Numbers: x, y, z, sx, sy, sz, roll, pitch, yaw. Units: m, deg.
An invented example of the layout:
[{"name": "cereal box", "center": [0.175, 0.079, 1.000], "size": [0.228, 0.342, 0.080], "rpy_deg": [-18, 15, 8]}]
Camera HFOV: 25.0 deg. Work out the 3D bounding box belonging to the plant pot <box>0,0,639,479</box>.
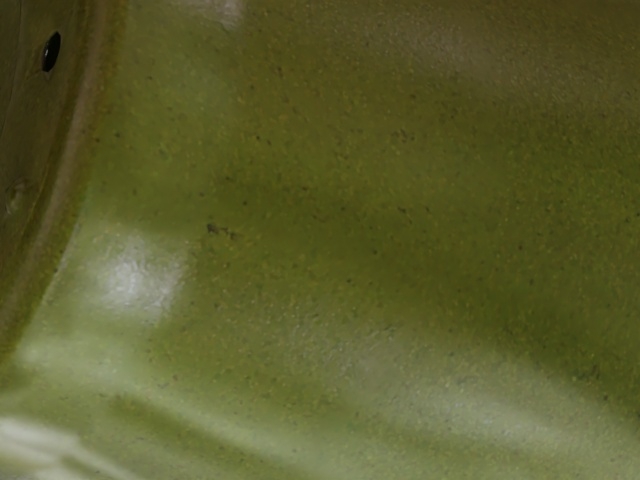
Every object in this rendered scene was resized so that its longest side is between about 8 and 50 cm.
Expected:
[{"name": "plant pot", "center": [0.000, 0.000, 0.588], "size": [0.366, 0.353, 0.366], "rpy_deg": [-26, -124, 45]}]
